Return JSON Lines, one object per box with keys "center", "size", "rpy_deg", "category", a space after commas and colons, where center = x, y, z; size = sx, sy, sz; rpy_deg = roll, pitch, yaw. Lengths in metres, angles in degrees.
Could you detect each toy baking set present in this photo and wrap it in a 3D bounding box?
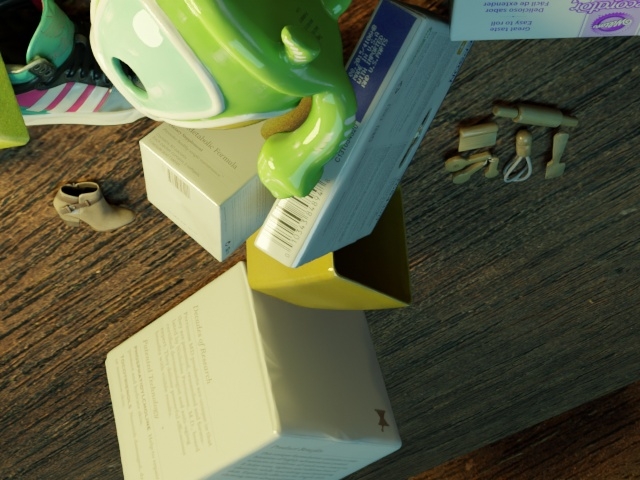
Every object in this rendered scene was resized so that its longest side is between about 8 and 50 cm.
{"center": [0.310, -0.151, 1.708], "size": [0.256, 0.030, 0.197], "rpy_deg": [1, 151, -27], "category": "toy baking set"}

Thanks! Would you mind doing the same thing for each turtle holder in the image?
{"center": [-0.093, -0.219, 1.135], "size": [0.227, 0.243, 0.320], "rpy_deg": [-29, 134, 29], "category": "turtle holder"}

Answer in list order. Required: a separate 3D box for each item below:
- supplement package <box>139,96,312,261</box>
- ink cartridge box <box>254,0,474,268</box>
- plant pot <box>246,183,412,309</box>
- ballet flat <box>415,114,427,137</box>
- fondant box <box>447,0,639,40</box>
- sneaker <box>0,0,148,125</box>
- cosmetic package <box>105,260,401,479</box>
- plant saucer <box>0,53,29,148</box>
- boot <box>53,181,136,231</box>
{"center": [-0.087, -0.120, 1.338], "size": [0.244, 0.139, 0.134], "rpy_deg": [-43, 161, -24], "category": "supplement package"}
{"center": [0.066, -0.137, 1.346], "size": [0.324, 0.071, 0.330], "rpy_deg": [-62, 169, 15], "category": "ink cartridge box"}
{"center": [0.000, 0.000, 1.656], "size": [0.187, 0.212, 0.212], "rpy_deg": [-17, 155, 32], "category": "plant pot"}
{"center": [0.106, -0.159, 1.576], "size": [0.114, 0.041, 0.041], "rpy_deg": [-14, 152, -3], "category": "ballet flat"}
{"center": [0.262, -0.334, 1.112], "size": [0.238, 0.096, 0.330], "rpy_deg": [-1, 160, 2], "category": "fondant box"}
{"center": [-0.278, -0.218, 1.204], "size": [0.295, 0.124, 0.178], "rpy_deg": [-9, 160, -10], "category": "sneaker"}
{"center": [-0.129, 0.293, 1.963], "size": [0.393, 0.327, 0.329], "rpy_deg": [-34, 147, 31], "category": "cosmetic package"}
{"center": [-0.424, -0.169, 1.127], "size": [0.188, 0.045, 0.188], "rpy_deg": [-7, 112, 18], "category": "plant saucer"}
{"center": [-0.325, -0.052, 1.551], "size": [0.118, 0.042, 0.087], "rpy_deg": [-7, 148, -17], "category": "boot"}
